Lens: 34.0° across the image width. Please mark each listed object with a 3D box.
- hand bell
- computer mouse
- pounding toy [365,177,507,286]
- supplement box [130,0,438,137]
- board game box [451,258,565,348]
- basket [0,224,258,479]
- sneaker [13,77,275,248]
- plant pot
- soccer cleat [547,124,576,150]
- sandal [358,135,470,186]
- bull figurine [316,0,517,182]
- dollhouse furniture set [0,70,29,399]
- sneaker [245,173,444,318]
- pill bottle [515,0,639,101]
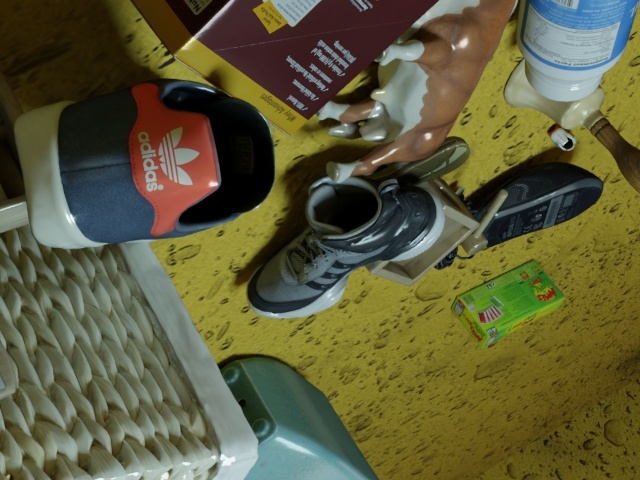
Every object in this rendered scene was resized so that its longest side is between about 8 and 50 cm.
[{"bbox_3d":[0.347,-0.131,1.277,0.126,0.242,0.126,-28,153,-16],"label":"hand bell"},{"bbox_3d":[0.282,-0.058,1.536,0.272,0.072,0.188,-17,153,-11],"label":"computer mouse"},{"bbox_3d":[0.148,-0.034,1.364,0.181,0.094,0.206,-43,154,14],"label":"pounding toy"},{"bbox_3d":[-0.027,-0.213,0.800,0.194,0.129,0.191,-42,155,11],"label":"supplement box"},{"bbox_3d":[0.330,0.110,1.843,0.181,0.092,0.043,-23,153,-26],"label":"board game box"},{"bbox_3d":[-0.283,0.161,0.887,0.266,0.331,0.328,-5,141,-45],"label":"basket"},{"bbox_3d":[-0.101,-0.061,0.808,0.148,0.131,0.350,-8,-170,7],"label":"sneaker"},{"bbox_3d":[-0.095,0.311,1.501,0.248,0.247,0.252,-36,137,-1],"label":"plant pot"},{"bbox_3d":[0.353,-0.142,1.507,0.029,0.035,0.083,-44,153,15],"label":"soccer cleat"},{"bbox_3d":[0.090,-0.087,1.245,0.180,0.049,0.072,-25,155,18],"label":"sandal"},{"bbox_3d":[0.101,-0.183,1.050,0.188,0.101,0.310,-18,147,-26],"label":"bull figurine"},{"bbox_3d":[-0.240,-0.064,0.602,0.198,0.286,0.303,-22,163,-28],"label":"dollhouse furniture set"},{"bbox_3d":[0.000,0.000,1.209,0.269,0.101,0.153,-28,153,20],"label":"sneaker"},{"bbox_3d":[0.275,-0.250,1.123,0.124,0.124,0.221,-31,155,-11],"label":"pill bottle"}]
